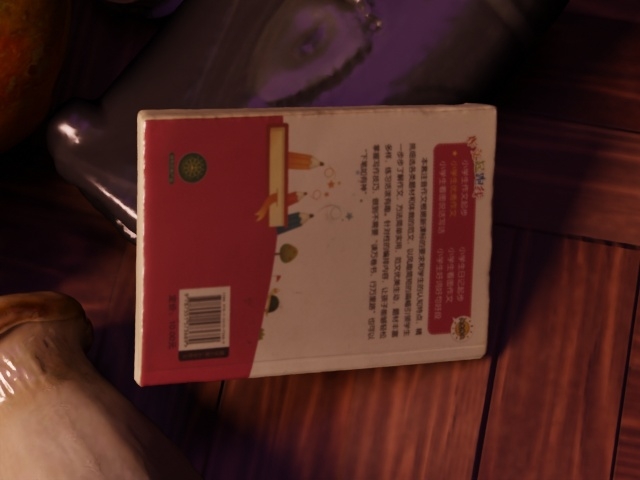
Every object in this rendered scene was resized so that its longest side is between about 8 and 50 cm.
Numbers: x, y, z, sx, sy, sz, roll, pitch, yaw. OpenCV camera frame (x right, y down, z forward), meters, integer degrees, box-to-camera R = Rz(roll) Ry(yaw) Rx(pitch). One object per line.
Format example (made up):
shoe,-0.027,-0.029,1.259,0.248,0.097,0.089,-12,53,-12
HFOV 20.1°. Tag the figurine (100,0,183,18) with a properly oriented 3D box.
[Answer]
figurine,-0.104,-0.248,1.226,0.128,0.184,0.208,20,32,17

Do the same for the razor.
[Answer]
razor,-0.002,-0.115,1.168,0.204,0.113,0.349,40,81,13

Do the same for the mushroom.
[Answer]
mushroom,-0.103,0.201,1.025,0.407,0.154,0.137,49,117,21

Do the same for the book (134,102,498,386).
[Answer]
book,0.000,0.000,1.087,0.231,0.022,0.162,-3,103,-24

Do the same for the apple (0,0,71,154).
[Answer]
apple,-0.245,-0.156,1.137,0.207,0.237,0.237,-20,68,-15
